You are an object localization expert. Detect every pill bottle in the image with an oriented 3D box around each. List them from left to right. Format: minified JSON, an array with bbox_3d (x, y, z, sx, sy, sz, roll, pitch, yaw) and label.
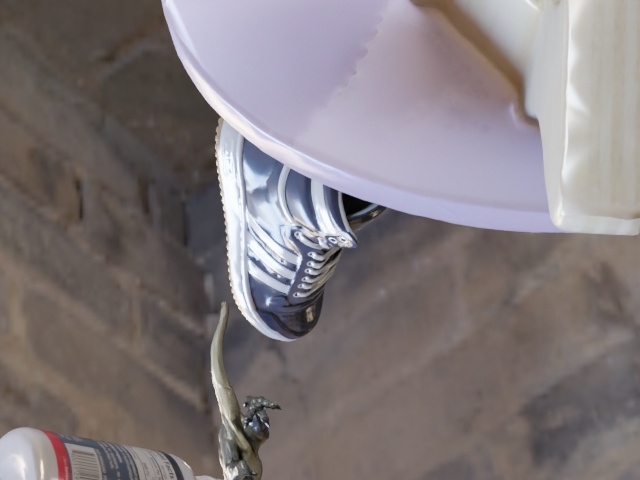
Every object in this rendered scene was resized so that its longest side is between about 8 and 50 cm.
[{"bbox_3d":[-0.146,0.199,1.346,0.180,0.108,0.108,16,127,-34],"label":"pill bottle"}]

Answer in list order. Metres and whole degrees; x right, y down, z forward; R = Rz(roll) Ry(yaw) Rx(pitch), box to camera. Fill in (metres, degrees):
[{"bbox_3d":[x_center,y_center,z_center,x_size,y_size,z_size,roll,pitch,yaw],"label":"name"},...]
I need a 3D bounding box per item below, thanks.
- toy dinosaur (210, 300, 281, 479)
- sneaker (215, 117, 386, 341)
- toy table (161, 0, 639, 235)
[{"bbox_3d":[-0.076,0.200,1.882,0.064,0.118,0.268,-10,96,-12],"label":"toy dinosaur"},{"bbox_3d":[0.000,0.000,1.694,0.153,0.099,0.282,19,138,29],"label":"sneaker"},{"bbox_3d":[0.081,-0.105,0.617,0.274,0.252,0.161,-8,164,-2],"label":"toy table"}]
